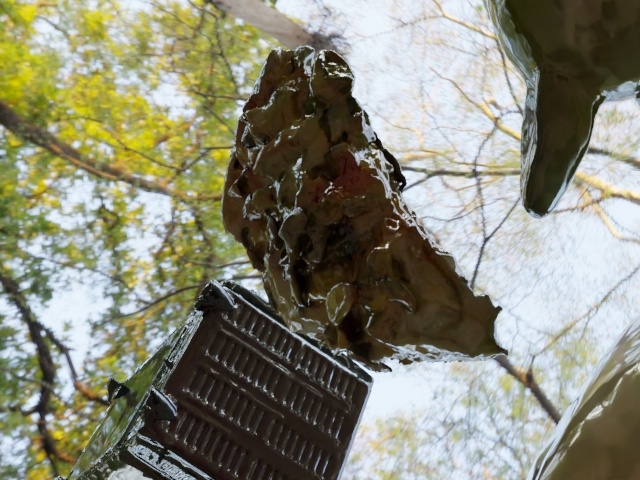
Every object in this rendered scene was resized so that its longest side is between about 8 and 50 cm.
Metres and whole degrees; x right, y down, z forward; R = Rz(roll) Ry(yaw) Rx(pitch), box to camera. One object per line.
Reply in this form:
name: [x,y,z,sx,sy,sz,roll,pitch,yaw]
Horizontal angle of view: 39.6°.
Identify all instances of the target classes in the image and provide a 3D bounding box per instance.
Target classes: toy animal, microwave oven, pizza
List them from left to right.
microwave oven: [-0.098,0.175,0.787,0.178,0.188,0.247,34,-42,-13]
pizza: [0.000,0.000,0.498,0.147,0.069,0.226,-51,-126,41]
toy animal: [0.138,-0.164,0.476,0.181,0.180,0.362,-14,-67,-9]

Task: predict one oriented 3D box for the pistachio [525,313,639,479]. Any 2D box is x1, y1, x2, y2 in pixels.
pistachio: [0.230,0.068,0.364,0.318,0.214,0.193,-25,-87,0]
